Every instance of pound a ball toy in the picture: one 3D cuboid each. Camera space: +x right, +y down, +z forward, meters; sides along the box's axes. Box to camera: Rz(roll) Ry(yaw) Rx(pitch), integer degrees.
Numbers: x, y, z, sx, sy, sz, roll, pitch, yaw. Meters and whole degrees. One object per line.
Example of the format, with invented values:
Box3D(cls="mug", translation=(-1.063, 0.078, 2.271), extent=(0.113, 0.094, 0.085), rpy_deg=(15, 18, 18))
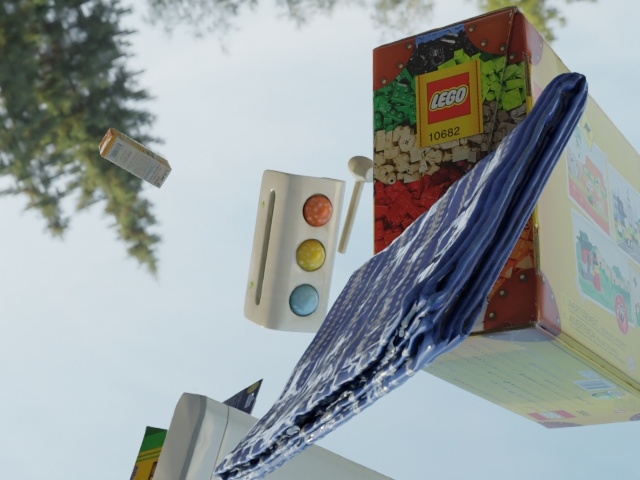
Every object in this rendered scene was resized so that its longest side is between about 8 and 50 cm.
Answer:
Box3D(cls="pound a ball toy", translation=(0.000, 0.000, 2.003), extent=(0.208, 0.319, 0.136), rpy_deg=(7, -175, -29))

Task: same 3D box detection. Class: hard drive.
Box3D(cls="hard drive", translation=(-0.048, 0.322, 1.181), extent=(0.047, 0.353, 0.233), rpy_deg=(1, -112, 39))

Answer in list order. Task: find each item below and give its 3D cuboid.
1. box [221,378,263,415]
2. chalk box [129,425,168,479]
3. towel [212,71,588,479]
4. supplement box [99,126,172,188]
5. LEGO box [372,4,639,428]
Box3D(cls="box", translation=(-0.186, 0.322, 1.890), extent=(0.225, 0.036, 0.136), rpy_deg=(-33, -167, 19))
Box3D(cls="chalk box", translation=(-0.089, 0.364, 1.412), extent=(0.289, 0.180, 0.179), rpy_deg=(8, -119, 14))
Box3D(cls="towel", translation=(0.046, 0.036, 0.787), extent=(0.243, 0.040, 0.336), rpy_deg=(-55, -174, -36))
Box3D(cls="supplement box", translation=(-0.266, -0.119, 1.625), extent=(0.036, 0.098, 0.062), rpy_deg=(-57, -159, 7))
Box3D(cls="LEGO box", translation=(0.267, 0.003, 1.412), extent=(0.193, 0.500, 0.372), rpy_deg=(-12, -115, 30))
